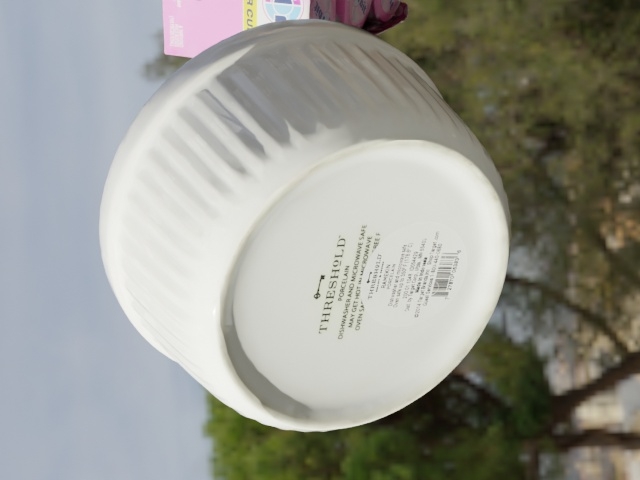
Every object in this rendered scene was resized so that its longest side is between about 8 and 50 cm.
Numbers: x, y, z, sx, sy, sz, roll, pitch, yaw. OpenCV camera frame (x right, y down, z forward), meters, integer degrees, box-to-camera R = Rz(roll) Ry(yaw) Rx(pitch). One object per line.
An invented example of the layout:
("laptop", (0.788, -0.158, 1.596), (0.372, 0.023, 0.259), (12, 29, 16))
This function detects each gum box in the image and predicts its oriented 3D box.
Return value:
("gum box", (-0.018, -0.171, 1.106), (0.188, 0.107, 0.062), (-37, -48, -60))

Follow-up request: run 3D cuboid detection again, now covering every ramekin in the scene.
("ramekin", (0.000, 0.000, 0.821), (0.109, 0.207, 0.207), (45, 150, 52))
